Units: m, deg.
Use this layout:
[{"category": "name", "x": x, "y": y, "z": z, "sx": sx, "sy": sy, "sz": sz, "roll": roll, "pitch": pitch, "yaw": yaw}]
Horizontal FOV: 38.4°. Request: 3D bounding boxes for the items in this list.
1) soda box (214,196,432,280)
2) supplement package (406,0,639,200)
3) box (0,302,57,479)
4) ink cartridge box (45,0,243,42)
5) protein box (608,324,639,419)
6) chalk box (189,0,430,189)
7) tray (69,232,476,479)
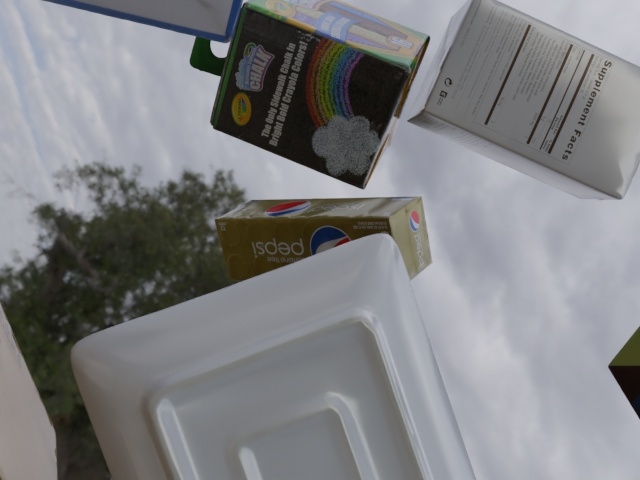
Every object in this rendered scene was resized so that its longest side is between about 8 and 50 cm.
[{"category": "soda box", "x": 0.000, "y": 0.000, "z": 0.787, "sx": 0.181, "sy": 0.058, "sz": 0.061, "roll": 1, "pitch": -69, "yaw": 35}, {"category": "supplement package", "x": 0.295, "y": -0.191, "z": 1.275, "sx": 0.292, "sy": 0.175, "sz": 0.177, "roll": 24, "pitch": 2, "yaw": -4}, {"category": "box", "x": -0.254, "y": 0.169, "z": 0.769, "sx": 0.164, "sy": 0.021, "sz": 0.201, "roll": -108, "pitch": -169, "yaw": -46}, {"category": "ink cartridge box", "x": -0.225, "y": -0.400, "z": 1.021, "sx": 0.396, "sy": 0.269, "sz": 0.151, "roll": -103, "pitch": -149, "yaw": -48}, {"category": "protein box", "x": 0.380, "y": 0.092, "z": 0.706, "sx": 0.200, "sy": 0.201, "sz": 0.136, "roll": -62, "pitch": -154, "yaw": 30}, {"category": "chalk box", "x": -0.027, "y": -0.225, "z": 1.224, "sx": 0.288, "sy": 0.179, "sz": 0.180, "roll": 24, "pitch": -61, "yaw": 5}, {"category": "tray", "x": 0.009, "y": 0.145, "z": 0.380, "sx": 0.030, "sy": 0.145, "sz": 0.271, "roll": -175, "pitch": -115, "yaw": -79}]
